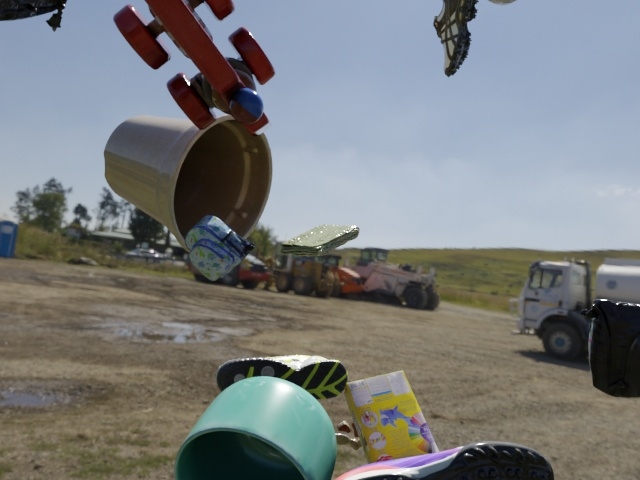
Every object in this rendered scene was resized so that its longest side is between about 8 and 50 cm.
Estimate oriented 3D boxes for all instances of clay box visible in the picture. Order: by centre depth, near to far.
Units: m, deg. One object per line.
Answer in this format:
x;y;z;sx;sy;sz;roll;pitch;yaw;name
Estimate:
0.139;0.368;0.997;0.127;0.222;0.053;-9;-43;-13;clay box

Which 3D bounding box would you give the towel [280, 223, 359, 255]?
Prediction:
0.000;0.000;1.043;0.110;0.027;0.148;5;23;39;towel

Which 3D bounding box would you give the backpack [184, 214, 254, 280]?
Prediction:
-0.209;0.014;1.016;0.114;0.084;0.105;45;-46;-9;backpack

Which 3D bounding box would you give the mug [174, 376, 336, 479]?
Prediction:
-0.055;0.201;0.475;0.129;0.158;0.097;25;26;6;mug

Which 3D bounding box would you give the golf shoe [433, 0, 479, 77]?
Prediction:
0.315;-0.501;1.254;0.093;0.198;0.077;25;33;29;golf shoe

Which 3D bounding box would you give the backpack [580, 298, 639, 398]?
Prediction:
0.589;0.211;0.992;0.115;0.182;0.152;10;-5;-37;backpack

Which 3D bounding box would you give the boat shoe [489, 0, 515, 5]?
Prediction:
0.249;-0.385;0.508;0.121;0.335;0.119;26;-16;-21;boat shoe

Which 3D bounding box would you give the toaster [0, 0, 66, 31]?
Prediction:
-0.288;-0.296;0.482;0.110;0.186;0.168;37;22;-16;toaster

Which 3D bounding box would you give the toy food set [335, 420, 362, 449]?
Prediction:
0.083;0.470;1.265;0.122;0.078;0.019;31;13;-21;toy food set

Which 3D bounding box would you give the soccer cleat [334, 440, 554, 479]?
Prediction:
0.162;0.340;0.727;0.318;0.109;0.116;-8;-8;-7;soccer cleat

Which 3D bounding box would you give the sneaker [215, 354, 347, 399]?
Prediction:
-0.118;0.406;1.510;0.384;0.145;0.147;8;-7;-23;sneaker

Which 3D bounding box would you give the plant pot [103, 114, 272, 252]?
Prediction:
-0.335;-0.163;1.250;0.305;0.334;0.334;20;2;29;plant pot

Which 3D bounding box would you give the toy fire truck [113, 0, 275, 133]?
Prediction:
-0.174;-0.276;0.794;0.302;0.169;0.254;53;4;-35;toy fire truck
